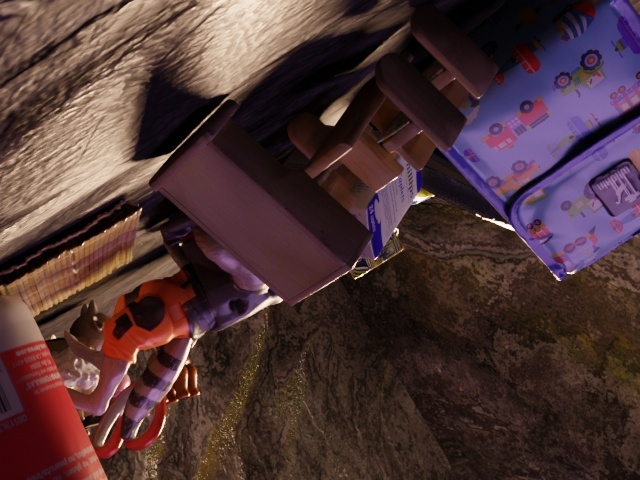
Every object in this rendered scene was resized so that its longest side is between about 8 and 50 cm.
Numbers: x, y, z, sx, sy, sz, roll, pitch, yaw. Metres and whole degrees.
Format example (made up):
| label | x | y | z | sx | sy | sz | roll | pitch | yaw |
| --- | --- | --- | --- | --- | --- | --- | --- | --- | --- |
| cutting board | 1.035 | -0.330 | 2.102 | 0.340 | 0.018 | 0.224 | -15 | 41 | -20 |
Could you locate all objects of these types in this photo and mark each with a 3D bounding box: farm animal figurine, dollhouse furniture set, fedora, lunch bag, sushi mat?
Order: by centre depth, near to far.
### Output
| label | x | y | z | sx | sy | sz | roll | pitch | yaw |
| --- | --- | --- | --- | --- | --- | --- | --- | --- | --- |
| dollhouse furniture set | -0.006 | -0.093 | 0.974 | 0.212 | 0.161 | 0.242 | -34 | -162 | 50 |
| lunch bag | 0.266 | -0.104 | 1.145 | 0.221 | 0.293 | 0.138 | -38 | -153 | 14 |
| sushi mat | -0.258 | 0.029 | 1.151 | 0.151 | 0.019 | 0.316 | -31 | 178 | -15 |
| fedora | 0.202 | -0.128 | 1.362 | 0.152 | 0.334 | 0.334 | -64 | 169 | 13 |
| farm animal figurine | -0.352 | 0.182 | 1.555 | 0.330 | 0.172 | 0.327 | -24 | 169 | 35 |

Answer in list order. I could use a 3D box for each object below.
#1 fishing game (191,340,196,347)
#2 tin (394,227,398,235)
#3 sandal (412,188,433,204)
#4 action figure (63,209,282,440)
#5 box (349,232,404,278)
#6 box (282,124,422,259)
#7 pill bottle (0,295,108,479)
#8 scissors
| label | x | y | z | sx | sy | sz | roll | pitch | yaw |
| --- | --- | --- | --- | --- | --- | --- | --- | --- | --- |
| fishing game | -0.161 | 0.048 | 1.588 | 0.189 | 0.041 | 0.264 | -62 | 173 | -16 |
| tin | 0.020 | 0.007 | 1.490 | 0.190 | 0.040 | 0.106 | -15 | 154 | -39 |
| sandal | 0.059 | -0.082 | 1.603 | 0.317 | 0.126 | 0.138 | -19 | 173 | -23 |
| action figure | -0.141 | 0.061 | 1.297 | 0.330 | 0.178 | 0.341 | -35 | -179 | 0 |
| box | 0.031 | -0.041 | 1.411 | 0.059 | 0.169 | 0.054 | -29 | 176 | -38 |
| box | 0.025 | -0.054 | 1.184 | 0.126 | 0.072 | 0.137 | 9 | -138 | 27 |
| pill bottle | -0.292 | 0.274 | 0.999 | 0.229 | 0.407 | 0.229 | -25 | 177 | -1 |
| scissors | -0.184 | 0.136 | 1.360 | 0.109 | 0.021 | 0.297 | -11 | -136 | 43 |
